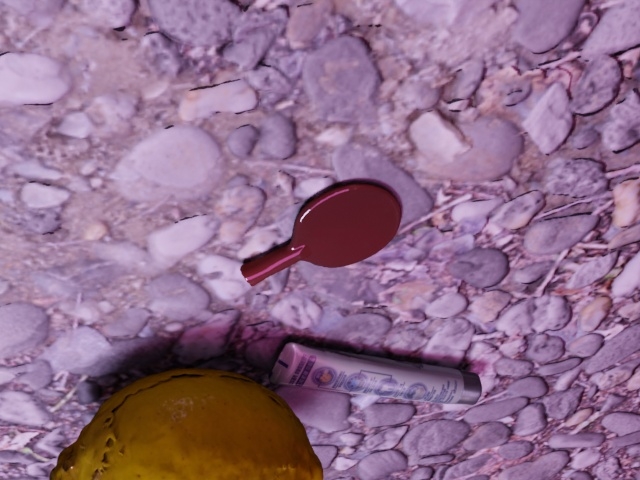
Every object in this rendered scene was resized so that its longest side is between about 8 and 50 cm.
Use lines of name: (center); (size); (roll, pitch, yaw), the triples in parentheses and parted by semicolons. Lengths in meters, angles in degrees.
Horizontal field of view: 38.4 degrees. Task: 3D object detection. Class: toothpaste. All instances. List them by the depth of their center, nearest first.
toothpaste: (0.063, 0.144, 0.973); (0.239, 0.039, 0.062); (11, 127, -23)

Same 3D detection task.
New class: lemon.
lemon: (-0.126, 0.225, 0.885); (0.260, 0.204, 0.204); (1, 135, -14)

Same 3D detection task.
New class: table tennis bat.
table tennis bat: (0.000, 0.000, 0.818); (0.154, 0.019, 0.098); (-26, 137, 8)
